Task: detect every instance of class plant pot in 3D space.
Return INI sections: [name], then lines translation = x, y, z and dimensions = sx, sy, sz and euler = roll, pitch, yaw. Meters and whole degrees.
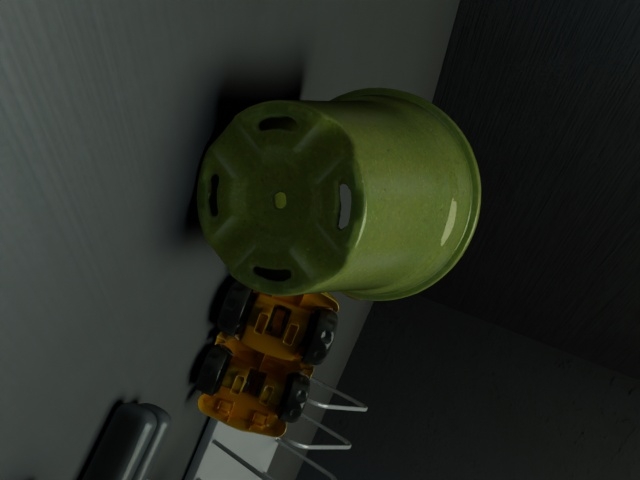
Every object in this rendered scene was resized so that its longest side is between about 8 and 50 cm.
[plant pot]
translation = 0.012, -0.049, 0.618
dimensions = 0.254, 0.276, 0.275
euler = -10, 120, -63

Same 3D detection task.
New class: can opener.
[can opener]
translation = -0.215, 0.301, 0.547
dimensions = 0.074, 0.093, 0.280
euler = 69, 38, -72

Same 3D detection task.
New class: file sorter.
[file sorter]
translation = -0.074, 0.357, 0.912
dimensions = 0.193, 0.173, 0.277
euler = 29, 83, -54

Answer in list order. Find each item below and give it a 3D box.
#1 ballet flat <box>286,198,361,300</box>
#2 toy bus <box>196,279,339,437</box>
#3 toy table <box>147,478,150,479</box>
[ballet flat]
translation = 0.000, 0.000, 0.809
dimensions = 0.073, 0.206, 0.067
euler = -41, 162, 32
[toy bus]
translation = -0.073, 0.134, 0.815
dimensions = 0.211, 0.150, 0.220
euler = -94, -155, -79
[toy table]
translation = -0.156, 0.402, 0.675
dimensions = 0.252, 0.275, 0.160
euler = 49, 45, -40
